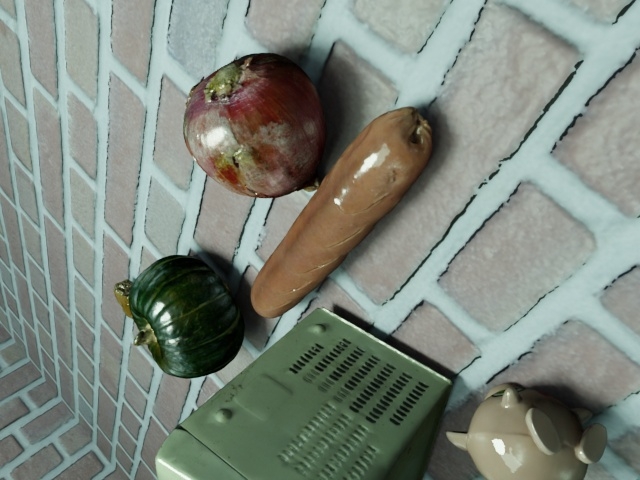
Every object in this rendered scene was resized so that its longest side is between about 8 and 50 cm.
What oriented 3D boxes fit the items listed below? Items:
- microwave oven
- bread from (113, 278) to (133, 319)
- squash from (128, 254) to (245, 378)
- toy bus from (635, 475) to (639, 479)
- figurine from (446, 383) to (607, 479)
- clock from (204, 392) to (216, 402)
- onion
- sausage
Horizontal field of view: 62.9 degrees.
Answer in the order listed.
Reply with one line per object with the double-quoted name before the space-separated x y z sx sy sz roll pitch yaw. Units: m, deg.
"microwave oven" -0.029 0.347 0.715 0.247 0.333 0.394 25 130 27
"bread" -0.402 0.132 1.150 0.113 0.060 0.082 20 128 38
"squash" -0.229 0.128 0.890 0.218 0.172 0.218 56 171 13
"toy bus" 0.355 0.264 0.422 0.190 0.152 0.312 30 134 27
"figurine" 0.217 0.211 0.555 0.125 0.125 0.138 51 152 6
"clock" -0.193 0.361 1.112 0.129 0.041 0.087 23 134 26
"onion" -0.056 -0.112 0.595 0.160 0.159 0.195 9 151 41
"sausage" -0.002 0.000 0.647 0.088 0.088 0.433 48 139 9
